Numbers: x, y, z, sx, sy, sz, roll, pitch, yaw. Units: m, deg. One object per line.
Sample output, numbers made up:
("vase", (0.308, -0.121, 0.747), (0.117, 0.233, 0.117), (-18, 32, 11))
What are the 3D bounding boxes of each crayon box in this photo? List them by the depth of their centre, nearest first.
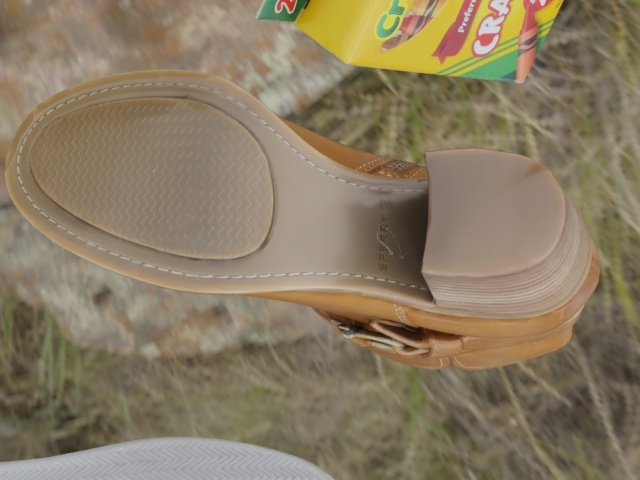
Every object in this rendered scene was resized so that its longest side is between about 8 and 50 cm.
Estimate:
("crayon box", (0.107, -0.254, 1.790), (0.319, 0.081, 0.202), (0, 122, -47))

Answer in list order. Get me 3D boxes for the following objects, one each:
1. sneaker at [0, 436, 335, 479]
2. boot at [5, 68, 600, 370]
("sneaker", (-0.122, 0.216, 1.194), (0.293, 0.108, 0.169), (-3, 122, 7))
("boot", (0.000, 0.000, 1.008), (0.284, 0.220, 0.109), (2, 75, 10))
